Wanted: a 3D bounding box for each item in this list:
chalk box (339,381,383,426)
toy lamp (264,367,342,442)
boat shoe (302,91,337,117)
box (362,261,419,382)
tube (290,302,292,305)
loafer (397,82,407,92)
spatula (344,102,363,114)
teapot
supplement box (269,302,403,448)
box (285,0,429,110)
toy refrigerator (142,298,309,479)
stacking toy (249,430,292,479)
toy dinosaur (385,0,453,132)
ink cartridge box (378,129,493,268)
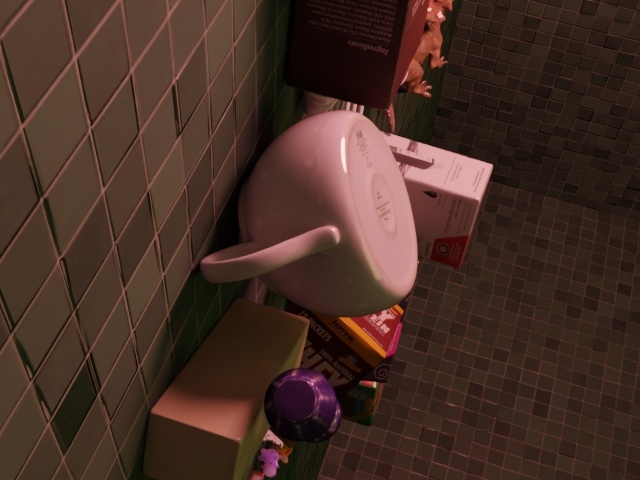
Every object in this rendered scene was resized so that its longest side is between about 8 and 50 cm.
[{"bbox_3d":[0.055,0.244,1.898,0.289,0.179,0.180,92,16,-60],"label":"chalk box"},{"bbox_3d":[-0.015,0.191,1.011,0.274,0.080,0.080,69,38,-74],"label":"toy lamp"},{"bbox_3d":[0.023,-0.239,1.208,0.063,0.066,0.184,119,-9,-58],"label":"boat shoe"},{"bbox_3d":[0.060,0.117,1.662,0.142,0.164,0.247,-123,-136,-69],"label":"box"},{"bbox_3d":[-0.034,0.134,1.587,0.207,0.052,0.080,105,9,-48],"label":"tube"},{"bbox_3d":[0.191,-0.412,1.889,0.080,0.078,0.219,-53,158,-67],"label":"loafer"},{"bbox_3d":[0.042,-0.169,1.444,0.168,0.019,0.241,-122,-141,-76],"label":"spatula"},{"bbox_3d":[-0.012,-0.018,1.025,0.256,0.187,0.252,48,34,-49],"label":"teapot"},{"bbox_3d":[-0.005,0.148,1.257,0.194,0.129,0.191,-47,-179,20],"label":"supplement box"},{"bbox_3d":[0.066,-0.362,0.999,0.191,0.143,0.381,-65,166,-49],"label":"box"},{"bbox_3d":[-0.102,0.177,1.038,0.269,0.102,0.094,-58,162,-63],"label":"toy refrigerator"},{"bbox_3d":[-0.108,0.460,1.688,0.167,0.052,0.221,87,22,-65],"label":"stacking toy"},{"bbox_3d":[0.158,-0.362,1.672,0.295,0.127,0.200,-61,164,-1],"label":"toy dinosaur"},{"bbox_3d":[0.172,-0.085,1.741,0.197,0.273,0.114,97,16,-46],"label":"ink cartridge box"}]
